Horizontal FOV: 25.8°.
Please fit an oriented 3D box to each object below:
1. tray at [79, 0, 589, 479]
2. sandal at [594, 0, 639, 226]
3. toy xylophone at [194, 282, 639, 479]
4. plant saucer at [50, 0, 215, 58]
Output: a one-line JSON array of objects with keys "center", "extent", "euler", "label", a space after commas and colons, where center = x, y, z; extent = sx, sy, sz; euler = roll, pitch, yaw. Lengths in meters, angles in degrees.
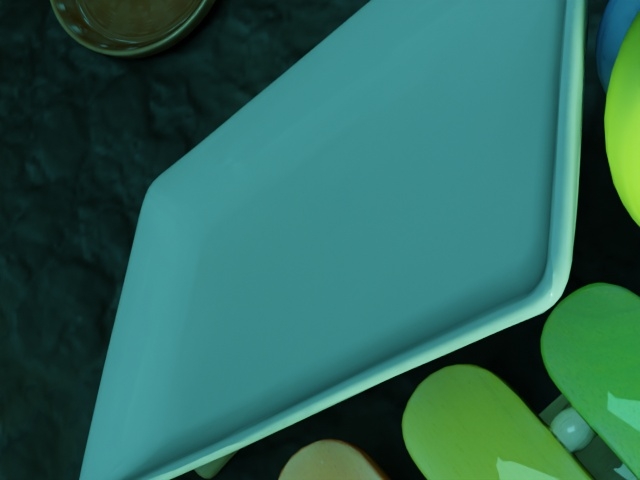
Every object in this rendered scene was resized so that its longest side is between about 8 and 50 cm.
[{"center": [0.000, 0.000, 0.450], "extent": [0.270, 0.030, 0.145], "euler": [-32, 41, 51], "label": "tray"}, {"center": [0.210, -0.105, 0.395], "extent": [0.317, 0.126, 0.138], "euler": [-13, 48, -9], "label": "sandal"}, {"center": [0.067, 0.093, 0.465], "extent": [0.236, 0.081, 0.322], "euler": [41, 95, 23], "label": "toy xylophone"}, {"center": [-0.077, -0.117, 0.596], "extent": [0.083, 0.013, 0.083], "euler": [-4, 78, 20], "label": "plant saucer"}]
